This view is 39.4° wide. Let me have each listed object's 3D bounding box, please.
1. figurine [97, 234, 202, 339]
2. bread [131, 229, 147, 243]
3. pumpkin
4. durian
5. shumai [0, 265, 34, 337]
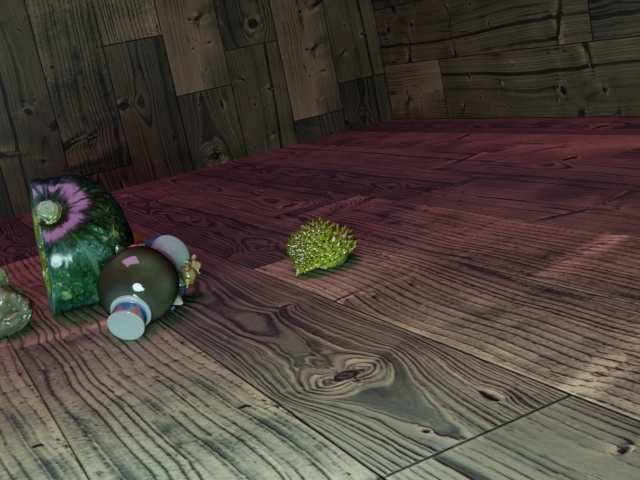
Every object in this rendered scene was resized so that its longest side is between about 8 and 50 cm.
[{"bbox_3d":[-0.329,0.082,1.647,0.158,0.161,0.275,-51,1,15],"label":"figurine"},{"bbox_3d":[-0.505,0.027,2.043,0.260,0.134,0.129,-18,13,-28],"label":"bread"},{"bbox_3d":[-0.486,-0.004,1.849,0.197,0.293,0.263,-12,-28,-19],"label":"pumpkin"},{"bbox_3d":[0.000,0.000,1.799,0.146,0.102,0.208,-19,10,-5],"label":"durian"},{"bbox_3d":[-0.677,0.110,1.741,0.206,0.175,0.166,-21,15,-23],"label":"shumai"}]
